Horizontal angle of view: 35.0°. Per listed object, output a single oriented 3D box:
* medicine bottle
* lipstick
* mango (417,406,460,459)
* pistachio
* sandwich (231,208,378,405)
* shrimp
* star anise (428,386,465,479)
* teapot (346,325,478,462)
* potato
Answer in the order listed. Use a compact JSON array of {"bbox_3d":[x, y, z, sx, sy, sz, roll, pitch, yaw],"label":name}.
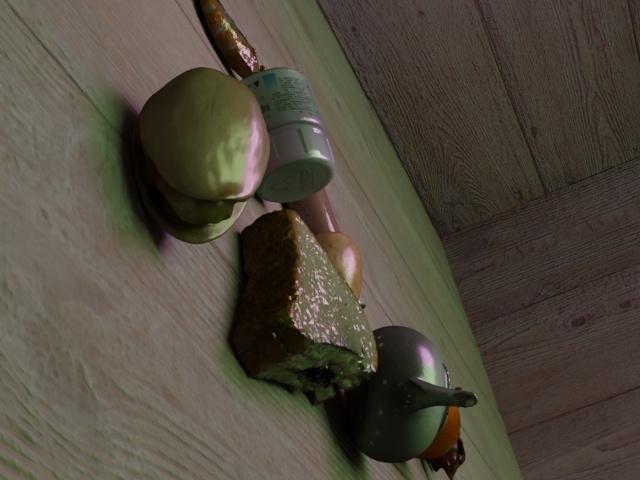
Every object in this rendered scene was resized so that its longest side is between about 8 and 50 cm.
[{"bbox_3d":[-0.057,-0.156,1.504,0.135,0.135,0.168,46,23,-63],"label":"medicine bottle"},{"bbox_3d":[0.000,0.000,1.636,0.070,0.070,0.254,38,31,-70],"label":"lipstick"},{"bbox_3d":[0.153,0.266,1.705,0.252,0.126,0.154,58,2,-37],"label":"mango"},{"bbox_3d":[-0.125,-0.094,1.057,0.215,0.144,0.144,-91,157,-48],"label":"pistachio"},{"bbox_3d":[-0.011,0.119,1.255,0.288,0.100,0.254,-92,156,-64],"label":"sandwich"},{"bbox_3d":[-0.142,-0.334,1.669,0.187,0.052,0.132,59,13,-25],"label":"shrimp"},{"bbox_3d":[0.219,0.353,1.941,0.196,0.111,0.212,13,61,-69],"label":"star anise"},{"bbox_3d":[0.112,0.218,1.441,0.294,0.130,0.193,144,-48,-76],"label":"teapot"},{"bbox_3d":[0.012,0.051,1.517,0.112,0.112,0.147,52,25,-55],"label":"potato"}]
